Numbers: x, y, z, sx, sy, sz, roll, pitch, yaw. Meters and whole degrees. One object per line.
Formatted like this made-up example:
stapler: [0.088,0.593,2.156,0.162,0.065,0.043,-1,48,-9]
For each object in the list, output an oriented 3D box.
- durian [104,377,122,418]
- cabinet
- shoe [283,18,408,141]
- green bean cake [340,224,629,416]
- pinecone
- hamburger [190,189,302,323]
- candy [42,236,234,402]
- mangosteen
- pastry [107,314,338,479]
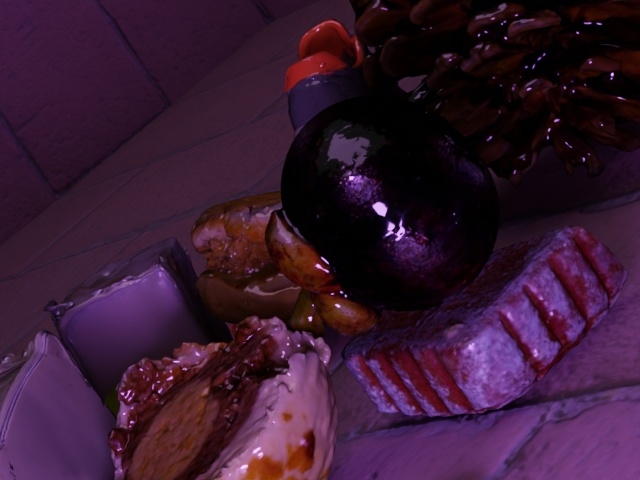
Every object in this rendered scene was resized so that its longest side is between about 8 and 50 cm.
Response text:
durian: [-0.169,0.193,2.064,0.139,0.101,0.250,4,-16,-39]
cabinet: [-0.358,0.296,1.778,0.318,0.227,0.290,-28,18,16]
shoe: [0.031,-0.185,2.250,0.132,0.171,0.336,-20,-1,19]
green bean cake: [0.147,0.082,1.725,0.198,0.097,0.232,-44,17,-32]
pinecone: [0.244,-0.233,2.072,0.398,0.398,0.398,-31,14,9]
hamburger: [0.000,0.000,2.150,0.318,0.158,0.318,-17,7,2]
candy: [-0.217,0.114,2.237,0.185,0.195,0.137,-28,16,7]
mangosteen: [0.042,-0.009,1.684,0.250,0.211,0.211,-51,10,15]
pastry: [-0.082,0.211,1.684,0.256,0.170,0.237,-24,40,34]
